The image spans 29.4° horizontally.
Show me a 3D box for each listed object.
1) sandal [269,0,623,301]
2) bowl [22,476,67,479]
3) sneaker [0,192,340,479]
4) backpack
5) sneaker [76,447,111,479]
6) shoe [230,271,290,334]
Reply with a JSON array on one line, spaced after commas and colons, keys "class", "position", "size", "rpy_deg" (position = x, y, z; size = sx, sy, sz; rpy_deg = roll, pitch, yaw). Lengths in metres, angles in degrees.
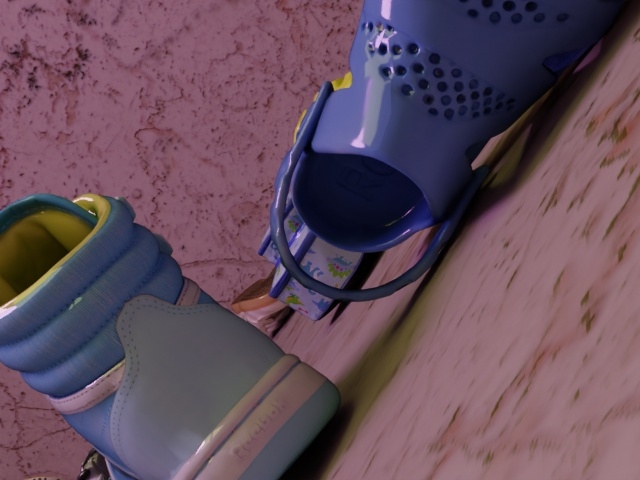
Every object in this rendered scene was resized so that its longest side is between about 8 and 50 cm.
[{"class": "sandal", "position": [0.058, -0.075, 0.602], "size": [0.317, 0.126, 0.138], "rpy_deg": [114, -179, -46]}, {"class": "bowl", "position": [-0.281, 0.337, 1.274], "size": [0.080, 0.170, 0.170], "rpy_deg": [-1, 51, 54]}, {"class": "sneaker", "position": [-0.114, 0.072, 0.724], "size": [0.127, 0.208, 0.319], "rpy_deg": [-47, 0, -23]}, {"class": "backpack", "position": [0.000, 0.000, 0.958], "size": [0.105, 0.084, 0.114], "rpy_deg": [-57, 5, 44]}, {"class": "sneaker", "position": [-0.184, 0.251, 1.088], "size": [0.101, 0.106, 0.267], "rpy_deg": [-52, 7, 50]}, {"class": "shoe", "position": [-0.060, 0.078, 1.479], "size": [0.076, 0.058, 0.219], "rpy_deg": [-37, 3, -11]}]
